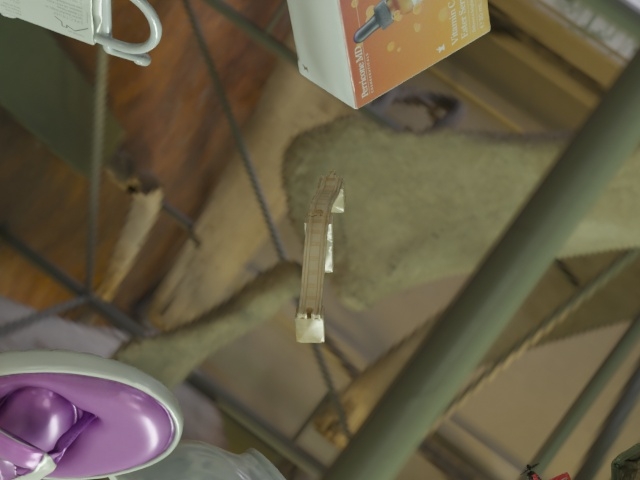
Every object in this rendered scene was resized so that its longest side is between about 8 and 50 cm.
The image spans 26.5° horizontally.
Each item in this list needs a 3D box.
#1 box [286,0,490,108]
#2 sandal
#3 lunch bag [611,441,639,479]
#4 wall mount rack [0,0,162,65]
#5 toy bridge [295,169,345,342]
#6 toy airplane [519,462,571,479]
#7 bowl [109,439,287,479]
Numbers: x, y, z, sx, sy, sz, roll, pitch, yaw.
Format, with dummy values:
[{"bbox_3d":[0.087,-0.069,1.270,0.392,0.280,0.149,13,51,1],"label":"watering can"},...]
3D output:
[{"bbox_3d":[0.062,-0.225,1.256,0.170,0.091,0.130,-33,136,-22],"label":"box"},{"bbox_3d":[-0.324,0.185,1.212,0.169,0.416,0.102,76,17,-45],"label":"sandal"},{"bbox_3d":[0.480,0.389,1.642,0.169,0.235,0.287,-53,-163,44],"label":"lunch bag"},{"bbox_3d":[-0.339,-0.321,1.730,0.304,0.350,0.130,100,13,-55],"label":"wall mount rack"},{"bbox_3d":[0.000,0.000,1.181,0.188,0.026,0.063,-81,171,-47],"label":"toy bridge"},{"bbox_3d":[0.303,0.364,1.794,0.028,0.151,0.151,-26,-169,35],"label":"toy airplane"},{"bbox_3d":[-0.080,0.306,1.371,0.134,0.298,0.298,-35,168,-16],"label":"bowl"}]
